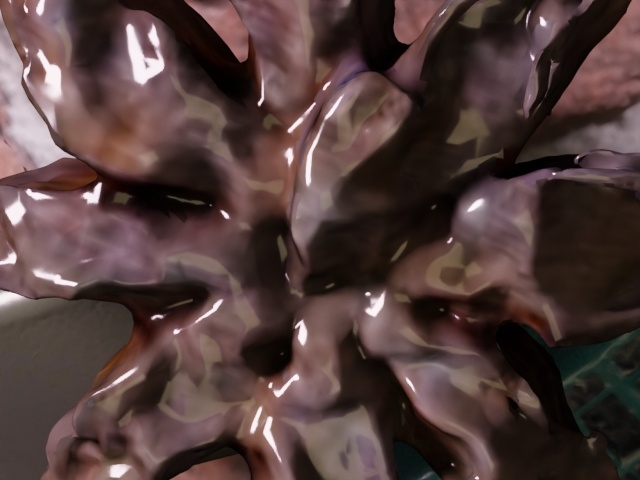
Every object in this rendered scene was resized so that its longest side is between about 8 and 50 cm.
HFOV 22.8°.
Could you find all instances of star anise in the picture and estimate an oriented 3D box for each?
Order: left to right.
[{"bbox_3d":[-0.002,-0.001,0.558,0.331,0.117,0.332,1,97,6],"label":"star anise"}]

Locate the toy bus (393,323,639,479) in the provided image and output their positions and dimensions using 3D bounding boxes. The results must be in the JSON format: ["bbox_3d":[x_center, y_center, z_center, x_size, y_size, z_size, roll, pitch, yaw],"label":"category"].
[{"bbox_3d":[0.105,0.112,0.763,0.256,0.128,0.147,-42,102,17],"label":"toy bus"}]

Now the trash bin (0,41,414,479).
[{"bbox_3d":[-0.050,0.020,0.714,0.240,0.164,0.122,-18,108,9],"label":"trash bin"}]
